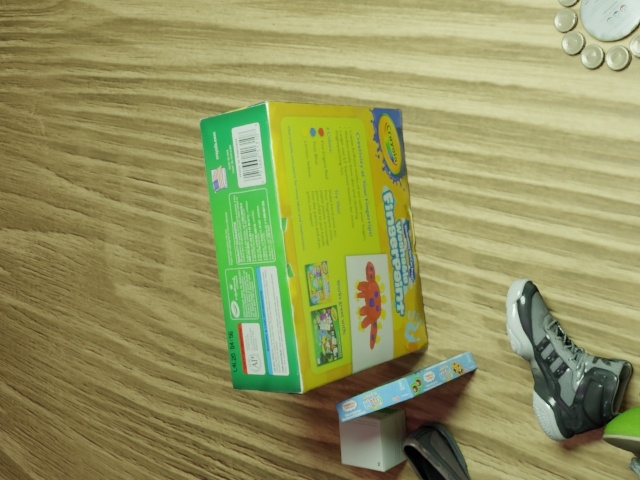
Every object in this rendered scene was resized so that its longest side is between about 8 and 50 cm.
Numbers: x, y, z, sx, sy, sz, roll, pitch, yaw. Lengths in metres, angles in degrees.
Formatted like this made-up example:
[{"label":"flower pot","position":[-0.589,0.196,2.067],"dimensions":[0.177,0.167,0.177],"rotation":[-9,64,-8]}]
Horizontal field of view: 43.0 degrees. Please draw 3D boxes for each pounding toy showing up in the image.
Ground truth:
[{"label":"pounding toy","position":[0.505,0.253,1.137],"dimensions":[0.183,0.237,0.110],"rotation":[7,73,33]}]

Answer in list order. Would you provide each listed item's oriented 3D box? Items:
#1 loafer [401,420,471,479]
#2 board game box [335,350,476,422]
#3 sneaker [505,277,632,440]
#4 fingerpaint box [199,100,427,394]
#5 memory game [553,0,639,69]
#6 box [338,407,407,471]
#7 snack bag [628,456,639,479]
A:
[{"label":"loafer","position":[0.238,0.471,1.435],"dimensions":[0.109,0.095,0.302],"rotation":[-43,69,35]},{"label":"board game box","position":[0.151,0.252,1.404],"dimensions":[0.160,0.211,0.039],"rotation":[-30,76,37]},{"label":"sneaker","position":[0.396,0.178,1.273],"dimensions":[0.153,0.101,0.268],"rotation":[-17,91,38]},{"label":"fingerpaint box","position":[0.000,0.000,1.392],"dimensions":[0.163,0.371,0.444],"rotation":[-6,93,39]},{"label":"memory game","position":[0.439,-0.349,1.223],"dimensions":[0.186,0.012,0.186],"rotation":[6,100,39]},{"label":"box","position":[0.100,0.372,1.540],"dimensions":[0.101,0.087,0.102],"rotation":[-1,95,39]},{"label":"snack bag","position":[0.551,0.367,1.006],"dimensions":[0.323,0.342,0.037],"rotation":[28,89,20]}]
